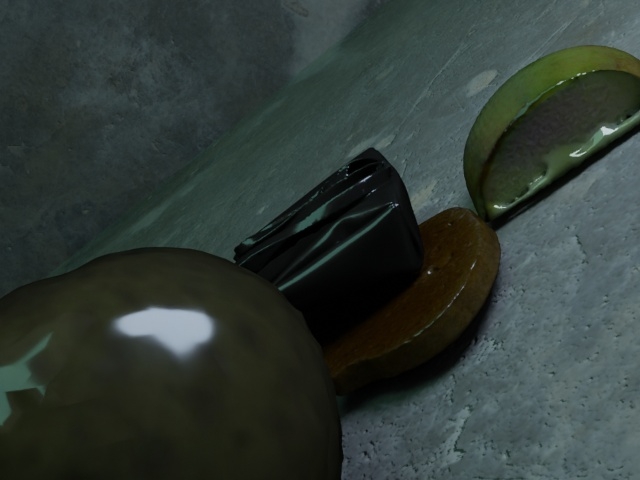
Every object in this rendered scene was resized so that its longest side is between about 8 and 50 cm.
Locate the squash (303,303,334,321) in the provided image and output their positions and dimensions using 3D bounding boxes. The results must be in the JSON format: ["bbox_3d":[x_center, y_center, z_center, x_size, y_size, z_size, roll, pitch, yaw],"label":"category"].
[{"bbox_3d":[-0.101,0.125,1.192,0.292,0.082,0.082,-24,18,-7],"label":"squash"}]

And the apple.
[{"bbox_3d":[0.273,-0.163,1.096,0.265,0.120,0.193,-34,26,14],"label":"apple"}]

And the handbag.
[{"bbox_3d":[0.000,-0.001,1.122,0.257,0.114,0.285,-31,17,9],"label":"handbag"}]

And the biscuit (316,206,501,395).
[{"bbox_3d":[0.101,0.069,1.033,0.257,0.049,0.273,-33,17,28],"label":"biscuit"}]

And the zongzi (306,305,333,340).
[{"bbox_3d":[-0.011,0.125,1.161,0.076,0.040,0.083,-44,1,-28],"label":"zongzi"}]

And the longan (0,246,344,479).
[{"bbox_3d":[-0.174,0.206,0.810,0.435,0.404,0.404,-23,4,-39],"label":"longan"}]
